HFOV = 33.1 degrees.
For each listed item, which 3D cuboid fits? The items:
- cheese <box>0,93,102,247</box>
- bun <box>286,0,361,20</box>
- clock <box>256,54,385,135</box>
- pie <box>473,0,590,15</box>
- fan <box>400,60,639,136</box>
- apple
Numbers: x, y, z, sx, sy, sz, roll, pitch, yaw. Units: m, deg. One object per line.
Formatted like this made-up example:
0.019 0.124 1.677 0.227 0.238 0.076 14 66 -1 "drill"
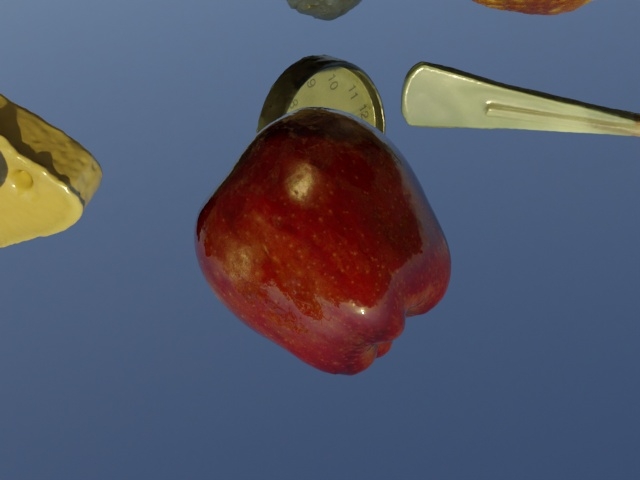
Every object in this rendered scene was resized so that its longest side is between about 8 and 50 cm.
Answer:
-0.562 -0.138 1.619 0.384 0.384 0.104 -3 -139 21 "cheese"
-0.002 -0.467 1.950 0.111 0.164 0.188 -50 -167 43 "bun"
0.008 -0.184 1.889 0.055 0.280 0.280 17 -132 43 "clock"
0.224 -0.297 1.172 0.194 0.078 0.163 14 177 -9 "pie"
0.207 -0.107 0.892 0.282 0.057 0.023 6 -152 -3 "fan"
0.000 0.000 1.325 0.288 0.288 0.317 -36 -101 -23 "apple"
